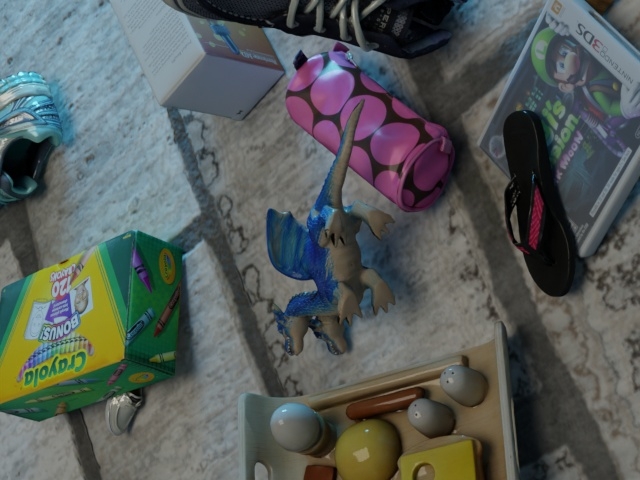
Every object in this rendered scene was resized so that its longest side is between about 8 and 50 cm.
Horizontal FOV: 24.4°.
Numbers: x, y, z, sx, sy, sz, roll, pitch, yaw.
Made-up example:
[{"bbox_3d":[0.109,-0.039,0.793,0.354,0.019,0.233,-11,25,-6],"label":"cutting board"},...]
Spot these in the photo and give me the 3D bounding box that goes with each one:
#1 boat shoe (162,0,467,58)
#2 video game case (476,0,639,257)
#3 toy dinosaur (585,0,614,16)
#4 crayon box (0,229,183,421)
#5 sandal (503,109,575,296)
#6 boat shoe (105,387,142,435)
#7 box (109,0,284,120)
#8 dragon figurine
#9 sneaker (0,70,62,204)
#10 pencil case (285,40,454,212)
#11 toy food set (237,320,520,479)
[{"bbox_3d":[0.005,-0.247,1.434,0.158,0.340,0.127,37,122,28],"label":"boat shoe"},{"bbox_3d":[0.235,-0.110,1.377,0.173,0.022,0.190,52,135,34],"label":"video game case"},{"bbox_3d":[0.273,-0.265,1.370,0.112,0.064,0.211,49,132,19],"label":"toy dinosaur"},{"bbox_3d":[-0.289,0.109,1.812,0.278,0.081,0.165,-21,57,40],"label":"crayon box"},{"bbox_3d":[0.194,-0.032,1.392,0.067,0.040,0.179,-13,90,57],"label":"sandal"},{"bbox_3d":[-0.234,0.191,1.810,0.035,0.035,0.100,13,88,46],"label":"boat shoe"},{"bbox_3d":[-0.142,-0.236,1.699,0.091,0.130,0.170,-45,59,30],"label":"box"},{"bbox_3d":[0.000,0.000,1.512,0.144,0.085,0.289,16,120,50],"label":"dragon figurine"},{"bbox_3d":[-0.444,-0.091,1.985,0.283,0.110,0.122,-48,59,29],"label":"sneaker"},{"bbox_3d":[0.053,-0.119,1.537,0.098,0.095,0.209,-50,55,3],"label":"pencil case"},{"bbox_3d":[0.054,0.218,1.437,0.306,0.092,0.220,-19,59,29],"label":"toy food set"}]
